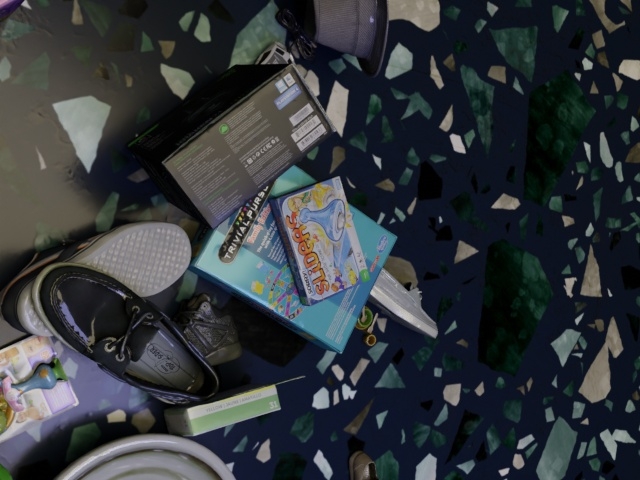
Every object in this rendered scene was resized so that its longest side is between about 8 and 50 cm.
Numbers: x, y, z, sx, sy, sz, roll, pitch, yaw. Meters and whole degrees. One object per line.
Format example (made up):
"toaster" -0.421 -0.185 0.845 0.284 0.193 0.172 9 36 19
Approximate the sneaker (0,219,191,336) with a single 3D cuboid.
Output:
"sneaker" -0.358 0.048 1.234 0.321 0.127 0.126 -25 110 -46

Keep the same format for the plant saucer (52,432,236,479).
"plant saucer" -0.315 0.510 1.290 0.400 0.100 0.400 -2 93 -32

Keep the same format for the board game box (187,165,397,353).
"board game box" -0.049 0.018 1.439 0.336 0.079 0.254 34 74 -25

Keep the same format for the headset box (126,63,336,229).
"headset box" -0.154 -0.163 1.251 0.246 0.283 0.131 -39 114 -11

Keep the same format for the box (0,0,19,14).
"box" -0.530 -0.314 1.044 0.243 0.213 0.117 -43 113 -25

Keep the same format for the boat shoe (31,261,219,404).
"boat shoe" -0.271 0.150 1.157 0.127 0.113 0.340 -56 131 -26

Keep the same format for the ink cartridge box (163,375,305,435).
"ink cartridge box" -0.144 0.279 1.310 0.171 0.235 0.056 -11 84 -32

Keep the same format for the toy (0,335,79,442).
"toy" -0.498 0.249 1.185 0.237 0.056 0.137 -26 105 -29

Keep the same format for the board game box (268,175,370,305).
"board game box" 0.000 0.000 1.400 0.136 0.035 0.201 -23 101 -27

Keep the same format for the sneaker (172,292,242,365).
"sneaker" -0.244 0.163 1.331 0.227 0.087 0.130 -15 98 -35

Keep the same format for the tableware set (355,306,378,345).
"tableware set" 0.052 0.167 1.557 0.154 0.024 0.104 29 77 -31

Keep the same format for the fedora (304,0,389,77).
"fedora" 0.035 -0.431 1.411 0.124 0.244 0.275 -2 61 -7

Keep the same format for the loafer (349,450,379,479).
"loafer" 0.091 0.502 1.582 0.056 0.050 0.148 -18 102 -31

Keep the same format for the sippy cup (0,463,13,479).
"sippy cup" -0.535 0.423 1.053 0.305 0.240 0.224 -34 75 -18

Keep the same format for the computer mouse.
"computer mouse" -0.083 -0.327 1.437 0.106 0.042 0.193 47 63 -30

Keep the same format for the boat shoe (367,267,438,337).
"boat shoe" 0.169 0.120 1.597 0.227 0.079 0.081 37 77 -25
